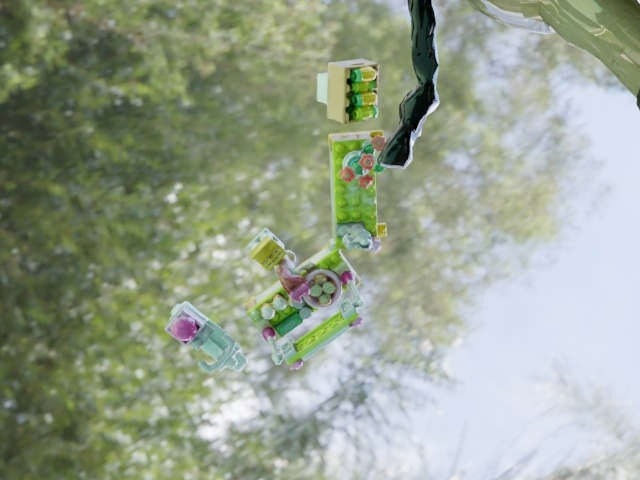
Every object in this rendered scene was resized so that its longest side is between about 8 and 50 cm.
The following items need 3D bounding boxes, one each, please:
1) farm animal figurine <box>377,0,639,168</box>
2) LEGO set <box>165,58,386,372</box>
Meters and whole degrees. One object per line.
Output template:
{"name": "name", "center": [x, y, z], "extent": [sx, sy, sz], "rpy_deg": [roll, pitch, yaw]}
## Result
{"name": "farm animal figurine", "center": [0.198, -0.117, 0.442], "extent": [0.327, 0.330, 0.172], "rpy_deg": [-57, -142, 13]}
{"name": "LEGO set", "center": [0.000, 0.000, 1.296], "extent": [0.132, 0.107, 0.287], "rpy_deg": [30, -79, -16]}
